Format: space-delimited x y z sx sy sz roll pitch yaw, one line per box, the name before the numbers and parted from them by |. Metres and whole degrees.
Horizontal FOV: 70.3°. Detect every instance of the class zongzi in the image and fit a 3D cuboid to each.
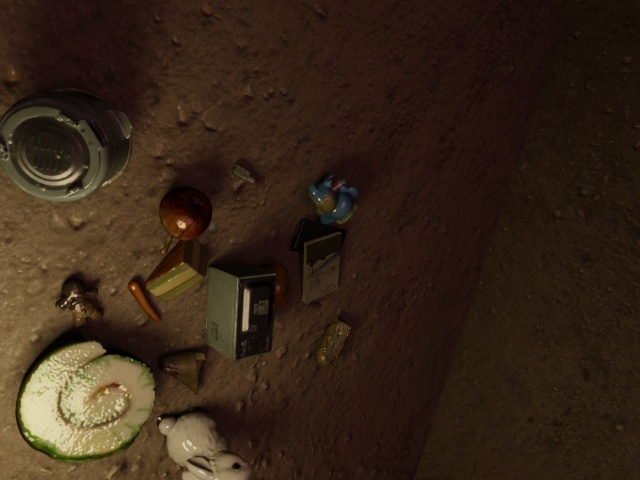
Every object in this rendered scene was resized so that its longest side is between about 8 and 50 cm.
zongzi | -0.498 0.481 1.610 0.160 0.078 0.176 3 104 -37

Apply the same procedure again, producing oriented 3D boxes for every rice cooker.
rice cooker | -0.623 -0.241 1.132 0.317 0.317 0.264 -40 115 -26

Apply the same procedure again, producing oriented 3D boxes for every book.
book | 0.006 0.115 1.957 0.201 0.026 0.289 -20 123 -37

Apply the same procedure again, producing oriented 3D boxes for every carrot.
carrot | -0.573 0.206 1.485 0.037 0.037 0.190 -38 129 -28

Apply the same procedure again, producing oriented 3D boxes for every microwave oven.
microwave oven | -0.280 0.244 1.624 0.181 0.238 0.294 -3 101 -43

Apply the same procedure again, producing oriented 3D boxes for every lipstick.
lipstick | -0.262 -0.229 1.630 0.129 0.030 0.030 31 82 -43

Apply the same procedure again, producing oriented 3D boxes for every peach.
peach | -0.173 0.174 1.758 0.179 0.103 0.179 4 90 -85

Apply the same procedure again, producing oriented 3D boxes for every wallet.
wallet | -0.001 0.000 1.937 0.285 0.030 0.145 14 99 -45

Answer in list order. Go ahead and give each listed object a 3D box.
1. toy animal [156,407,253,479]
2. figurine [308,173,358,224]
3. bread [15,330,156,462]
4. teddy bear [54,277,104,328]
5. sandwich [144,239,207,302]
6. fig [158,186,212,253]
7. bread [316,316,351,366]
toy animal | -0.403 0.744 1.582 0.258 0.357 0.193 20 91 -42
figurine | 0.057 -0.172 1.850 0.179 0.154 0.262 -59 143 -18
bread | -0.682 0.451 1.345 0.367 0.129 0.381 -13 97 -28
teddy bear | -0.702 0.189 1.331 0.119 0.078 0.160 -27 121 -29
sandwich | -0.488 0.094 1.539 0.187 0.144 0.117 -31 130 12
fig | -0.446 -0.071 1.453 0.175 0.207 0.175 21 53 -31
bread | 0.054 0.467 2.097 0.128 0.088 0.231 44 66 -50
